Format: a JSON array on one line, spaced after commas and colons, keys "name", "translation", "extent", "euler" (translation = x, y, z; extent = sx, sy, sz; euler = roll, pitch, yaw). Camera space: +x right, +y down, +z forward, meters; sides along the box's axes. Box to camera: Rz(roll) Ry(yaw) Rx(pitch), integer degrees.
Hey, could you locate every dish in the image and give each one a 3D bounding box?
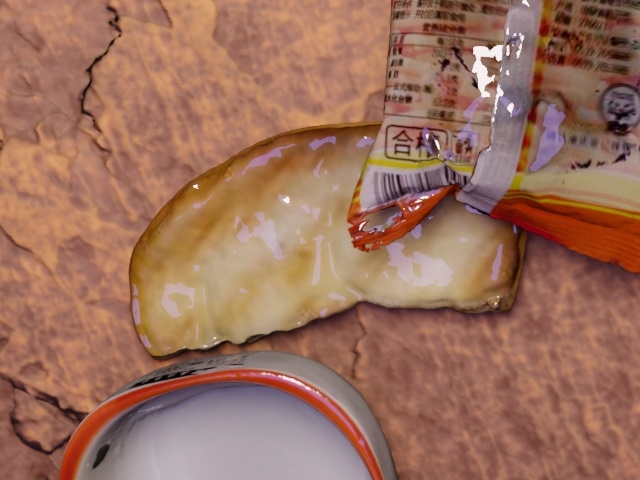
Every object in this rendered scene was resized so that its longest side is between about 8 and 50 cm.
[{"name": "dish", "translation": [-0.052, 0.185, 1.301], "extent": [0.256, 0.117, 0.256], "euler": [3, 107, 11]}]

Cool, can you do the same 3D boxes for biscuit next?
[{"name": "biscuit", "translation": [-0.002, -0.004, 1.270], "extent": [0.299, 0.045, 0.154], "euler": [-9, 106, 15]}]

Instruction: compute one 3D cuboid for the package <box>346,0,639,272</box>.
[{"name": "package", "translation": [0.140, -0.124, 1.153], "extent": [0.223, 0.108, 0.288], "euler": [6, 93, 1]}]
